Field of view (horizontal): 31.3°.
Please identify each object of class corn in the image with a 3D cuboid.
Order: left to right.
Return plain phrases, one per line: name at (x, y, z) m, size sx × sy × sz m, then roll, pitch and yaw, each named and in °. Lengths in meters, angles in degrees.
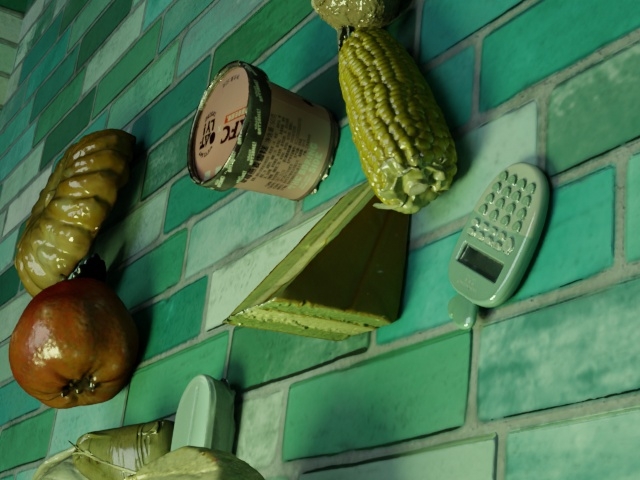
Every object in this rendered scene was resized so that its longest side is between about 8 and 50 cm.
corn at (0.069, -0.129, 1.137) m, size 0.260 × 0.091 × 0.091 m, roll -106°, pitch 0°, yaw -49°

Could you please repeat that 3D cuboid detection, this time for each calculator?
calculator at (0.150, 0.005, 0.979) m, size 0.095 × 0.021 × 0.153 m, roll 36°, pitch 105°, yaw 62°

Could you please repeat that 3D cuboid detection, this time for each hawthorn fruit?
hawthorn fruit at (-0.369, 0.134, 1.689) m, size 0.196 × 0.197 × 0.225 m, roll -53°, pitch 38°, yaw 33°

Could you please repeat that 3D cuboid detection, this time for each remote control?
remote control at (-0.146, 0.279, 1.335) m, size 0.104 × 0.052 × 0.247 m, roll -25°, pitch 53°, yaw 57°

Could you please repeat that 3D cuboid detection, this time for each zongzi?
zongzi at (-0.250, 0.321, 1.425) m, size 0.189 × 0.081 × 0.178 m, roll -13°, pitch 66°, yaw 27°

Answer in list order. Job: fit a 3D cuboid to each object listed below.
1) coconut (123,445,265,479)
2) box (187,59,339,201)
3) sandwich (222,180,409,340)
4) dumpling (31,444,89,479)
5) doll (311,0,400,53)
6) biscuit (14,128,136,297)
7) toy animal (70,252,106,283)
coconut at (-0.106, 0.338, 1.039) m, size 0.239 × 0.244 × 0.239 m, roll -27°, pitch 19°, yaw 10°
box at (-0.064, -0.119, 1.335) m, size 0.151 × 0.135 × 0.151 m, roll -33°, pitch 49°, yaw 49°
sandwich at (0.000, 0.000, 1.132) m, size 0.117 × 0.144 × 0.187 m, roll -25°, pitch 53°, yaw 53°
dumpling at (-0.304, 0.343, 1.528) m, size 0.166 × 0.126 × 0.216 m, roll -47°, pitch 24°, yaw -4°
doll at (0.040, -0.292, 1.273) m, size 0.115 × 0.105 × 0.221 m, roll -2°, pitch 70°, yaw 55°
biscuit at (-0.428, -0.052, 1.952) m, size 0.325 × 0.107 × 0.325 m, roll -54°, pitch 20°, yaw 29°
toy animal at (-0.411, 0.121, 1.860) m, size 0.179 × 0.116 × 0.218 m, roll 7°, pitch 81°, yaw 63°
